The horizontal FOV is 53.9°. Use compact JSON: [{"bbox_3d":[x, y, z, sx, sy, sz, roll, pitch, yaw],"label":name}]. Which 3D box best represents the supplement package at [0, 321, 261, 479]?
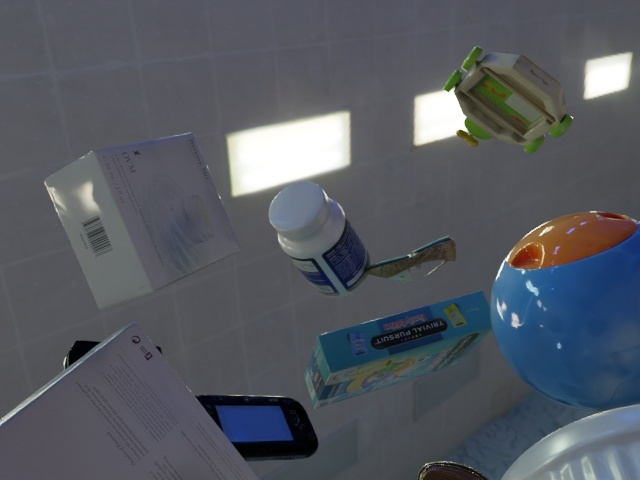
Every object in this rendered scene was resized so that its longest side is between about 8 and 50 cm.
[{"bbox_3d":[-0.200,0.218,0.544,0.203,0.149,0.194,-41,-84,-37],"label":"supplement package"}]

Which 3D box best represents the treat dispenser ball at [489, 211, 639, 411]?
[{"bbox_3d":[0.395,0.101,0.916,0.288,0.288,0.288,-19,-61,-39],"label":"treat dispenser ball"}]

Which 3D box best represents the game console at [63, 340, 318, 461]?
[{"bbox_3d":[-0.167,0.244,0.870,0.361,0.213,0.044,12,-49,-35],"label":"game console"}]

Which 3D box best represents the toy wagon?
[{"bbox_3d":[0.415,-0.311,1.470,0.267,0.344,0.068,37,-103,-2],"label":"toy wagon"}]

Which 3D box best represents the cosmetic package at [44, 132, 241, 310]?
[{"bbox_3d":[-0.279,-0.039,1.032,0.224,0.138,0.224,-30,-81,-58],"label":"cosmetic package"}]

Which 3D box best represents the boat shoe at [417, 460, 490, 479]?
[{"bbox_3d":[0.368,0.601,1.435,0.104,0.307,0.111,12,-82,-77],"label":"boat shoe"}]

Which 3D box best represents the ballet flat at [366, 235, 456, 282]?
[{"bbox_3d":[0.204,0.054,1.377,0.206,0.073,0.067,-21,-92,2],"label":"ballet flat"}]

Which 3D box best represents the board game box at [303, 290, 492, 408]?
[{"bbox_3d":[0.148,0.222,1.251,0.336,0.079,0.254,-13,-25,-14],"label":"board game box"}]

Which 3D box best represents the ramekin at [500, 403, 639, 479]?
[{"bbox_3d":[0.202,0.201,0.344,0.109,0.207,0.207,-75,-20,-60],"label":"ramekin"}]

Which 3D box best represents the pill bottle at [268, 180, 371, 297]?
[{"bbox_3d":[0.000,0.000,1.358,0.153,0.153,0.265,-53,-38,-15],"label":"pill bottle"}]
